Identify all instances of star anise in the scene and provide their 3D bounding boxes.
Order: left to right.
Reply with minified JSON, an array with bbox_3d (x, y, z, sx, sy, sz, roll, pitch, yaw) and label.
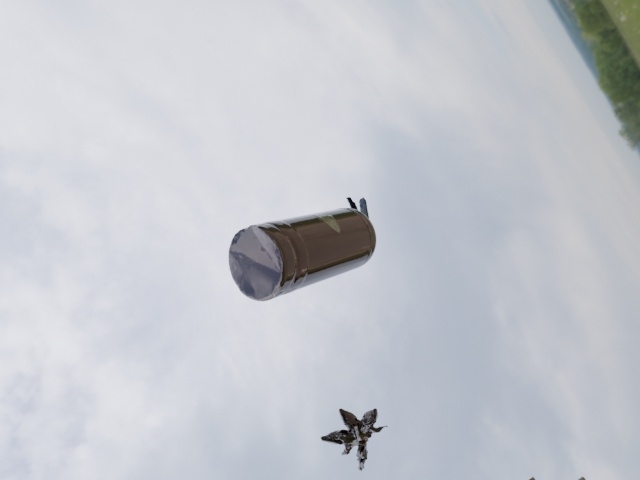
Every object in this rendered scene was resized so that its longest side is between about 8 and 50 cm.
[{"bbox_3d":[0.085,0.517,1.448,0.157,0.212,0.053,21,-158,-7],"label":"star anise"}]

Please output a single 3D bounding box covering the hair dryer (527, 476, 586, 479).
[{"bbox_3d":[0.427,0.459,0.909,0.183,0.044,0.155,-2,-127,-38],"label":"hair dryer"}]

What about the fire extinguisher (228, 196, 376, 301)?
[{"bbox_3d":[0.000,0.000,0.909,0.337,0.114,0.135,-13,-92,-53],"label":"fire extinguisher"}]
